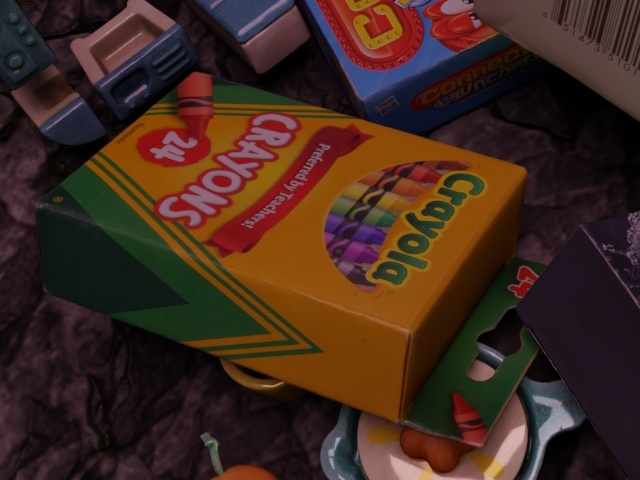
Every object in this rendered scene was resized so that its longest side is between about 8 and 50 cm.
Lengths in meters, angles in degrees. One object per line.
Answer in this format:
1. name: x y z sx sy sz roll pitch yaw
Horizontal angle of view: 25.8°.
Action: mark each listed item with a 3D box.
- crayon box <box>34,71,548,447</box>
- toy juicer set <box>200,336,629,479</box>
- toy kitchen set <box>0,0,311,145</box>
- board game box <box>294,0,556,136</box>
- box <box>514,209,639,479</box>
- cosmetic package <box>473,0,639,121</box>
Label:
1. crayon box: 0.000 0.000 0.928 0.319 0.081 0.202 18 39 19
2. toy juicer set: 0.069 0.161 0.890 0.329 0.089 0.209 12 69 16
3. toy kitchen set: -0.144 -0.170 1.024 0.207 0.166 0.122 -39 50 -7
4. board game box: 0.109 -0.266 1.073 0.302 0.086 0.308 -27 64 -1
5. box: 0.234 0.062 0.859 0.158 0.093 0.156 -13 58 -34
6. cosmetic package: 0.298 -0.252 0.894 0.217 0.156 0.385 38 66 21
